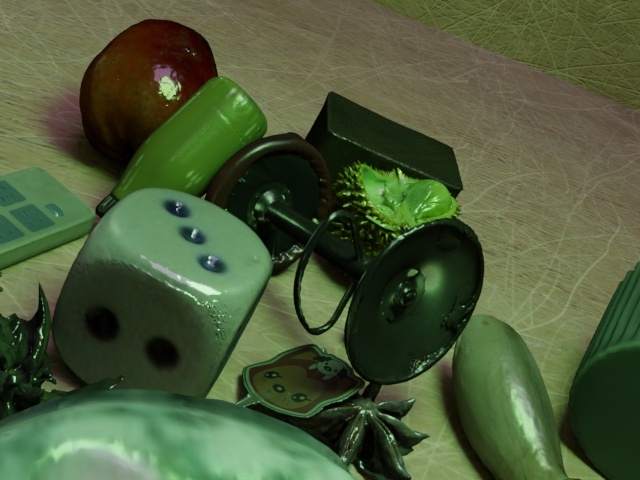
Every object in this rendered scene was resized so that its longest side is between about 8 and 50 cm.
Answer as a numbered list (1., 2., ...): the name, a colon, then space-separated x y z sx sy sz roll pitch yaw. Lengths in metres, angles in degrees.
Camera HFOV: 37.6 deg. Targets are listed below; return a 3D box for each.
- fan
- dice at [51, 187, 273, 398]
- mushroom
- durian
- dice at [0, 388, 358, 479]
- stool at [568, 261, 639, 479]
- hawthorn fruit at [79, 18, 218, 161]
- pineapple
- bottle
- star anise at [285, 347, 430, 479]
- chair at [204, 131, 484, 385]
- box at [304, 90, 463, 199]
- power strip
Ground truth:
1. fan: -0.056 0.179 1.118 0.220 0.009 0.132 -18 31 -33
2. dice: -0.177 0.067 1.069 0.192 0.194 0.193 30 26 1
3. mushroom: 0.253 0.240 1.236 0.128 0.128 0.350 14 33 -24
4. durian: 0.102 -0.020 1.480 0.200 0.176 0.237 31 21 26
5. dice: -0.112 0.318 0.566 0.328 0.330 0.348 18 31 -20
6. stool: 0.536 0.200 1.399 0.297 0.297 0.330 36 34 15
7. hawthorn fruit: -0.256 -0.238 1.445 0.224 0.224 0.260 19 68 -17
8. pineapple: -0.335 0.103 0.942 0.364 0.165 0.165 45 32 13
9. bottle: -0.196 -0.106 1.302 0.112 0.260 0.112 43 -12 11
10. star anise: 0.037 0.221 1.141 0.204 0.061 0.181 40 36 24
11. chair: 0.000 0.000 1.256 0.226 0.226 0.401 1 23 -41
12. box: 0.099 -0.129 1.692 0.273 0.143 0.184 22 29 -14
13. power strip: -0.400 -0.023 1.177 0.118 0.046 0.270 35 28 14
